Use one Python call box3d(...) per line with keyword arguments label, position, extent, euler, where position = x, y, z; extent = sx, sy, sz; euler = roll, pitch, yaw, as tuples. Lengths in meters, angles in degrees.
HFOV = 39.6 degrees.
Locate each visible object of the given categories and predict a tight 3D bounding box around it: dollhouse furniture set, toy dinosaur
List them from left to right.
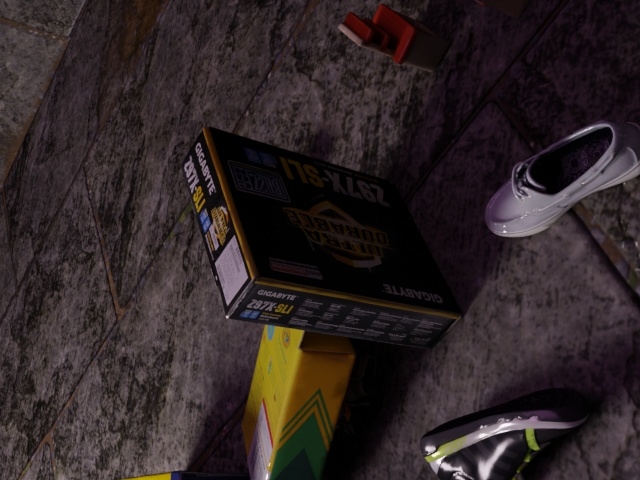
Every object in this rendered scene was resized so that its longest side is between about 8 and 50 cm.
box3d(label="toy dinosaur", position=(0.023, 0.245, 1.236), extent=(0.090, 0.082, 0.047), euler=(3, 55, 12))
box3d(label="dollhouse furniture set", position=(0.148, -0.368, 1.191), extent=(0.259, 0.135, 0.262), euler=(-62, 39, 21))

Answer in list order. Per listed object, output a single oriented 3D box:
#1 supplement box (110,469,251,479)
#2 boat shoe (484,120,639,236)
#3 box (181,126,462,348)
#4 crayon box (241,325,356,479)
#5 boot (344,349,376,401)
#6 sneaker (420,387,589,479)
box3d(label="supplement box", position=(-0.225, 0.473, 1.404), extent=(0.356, 0.194, 0.195), euler=(-23, 62, 48))
box3d(label="boat shoe", position=(0.258, -0.073, 1.000), extent=(0.227, 0.081, 0.079), euler=(-33, 55, 44))
box3d(label="box", position=(0.000, 0.000, 1.126), extent=(0.079, 0.322, 0.257), euler=(-52, 42, 30))
box3d(label="crayon box", position=(-0.032, 0.191, 1.228), extent=(0.202, 0.081, 0.318), euler=(-112, 32, -61))
box3d(label="boot", position=(0.042, 0.170, 1.266), extent=(0.087, 0.042, 0.118), euler=(-10, 73, 46))
box3d(label="sneaker", position=(0.214, 0.235, 0.997), extent=(0.235, 0.084, 0.097), euler=(-31, 80, 47))
